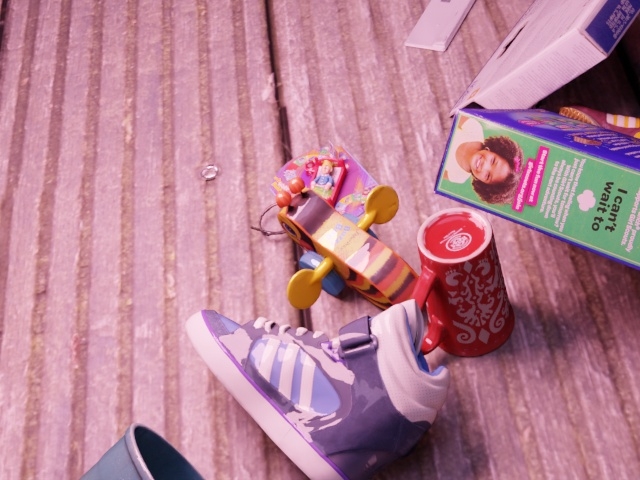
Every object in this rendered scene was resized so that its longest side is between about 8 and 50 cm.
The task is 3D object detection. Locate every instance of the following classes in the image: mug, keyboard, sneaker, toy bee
[{"bbox_3d":[0.171,0.062,1.553,0.113,0.169,0.150,10,51,23],"label":"mug"},{"bbox_3d":[0.220,-0.399,2.079,0.072,0.014,0.256,9,51,30],"label":"keyboard"},{"bbox_3d":[0.416,-0.144,1.756,0.084,0.069,0.185,-20,38,-33],"label":"sneaker"},{"bbox_3d":[0.000,0.000,1.662,0.298,0.162,0.195,10,62,26],"label":"toy bee"},{"bbox_3d":[0.010,0.136,1.530,0.236,0.130,0.323,-43,58,-4],"label":"sneaker"}]

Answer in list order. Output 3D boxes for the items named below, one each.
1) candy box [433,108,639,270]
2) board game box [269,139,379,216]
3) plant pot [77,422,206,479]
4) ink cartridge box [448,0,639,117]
[{"bbox_3d":[0.348,-0.069,1.569,0.317,0.122,0.268,21,16,31],"label":"candy box"},{"bbox_3d":[0.001,-0.088,1.835,0.133,0.033,0.169,-28,47,-11],"label":"board game box"},{"bbox_3d":[-0.209,0.376,1.320,0.255,0.271,0.271,-39,48,-2],"label":"plant pot"},{"bbox_3d":[0.367,-0.319,1.833,0.071,0.330,0.324,42,61,-8],"label":"ink cartridge box"}]
